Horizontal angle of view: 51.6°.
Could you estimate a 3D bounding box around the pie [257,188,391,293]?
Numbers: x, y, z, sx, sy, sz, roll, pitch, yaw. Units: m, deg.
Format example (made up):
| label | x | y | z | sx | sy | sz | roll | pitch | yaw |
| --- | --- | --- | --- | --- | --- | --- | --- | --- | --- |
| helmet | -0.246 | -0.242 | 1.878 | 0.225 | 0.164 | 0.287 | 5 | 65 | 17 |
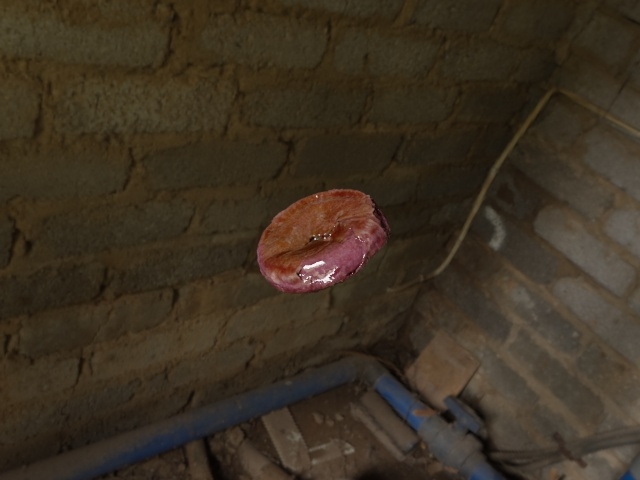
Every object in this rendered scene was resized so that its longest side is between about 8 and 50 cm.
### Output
| label | x | y | z | sx | sy | sz | roll | pitch | yaw |
| --- | --- | --- | --- | --- | --- | --- | --- | --- | --- |
| pie | 0.000 | 0.000 | 0.849 | 0.182 | 0.050 | 0.182 | -17 | 34 | 12 |
